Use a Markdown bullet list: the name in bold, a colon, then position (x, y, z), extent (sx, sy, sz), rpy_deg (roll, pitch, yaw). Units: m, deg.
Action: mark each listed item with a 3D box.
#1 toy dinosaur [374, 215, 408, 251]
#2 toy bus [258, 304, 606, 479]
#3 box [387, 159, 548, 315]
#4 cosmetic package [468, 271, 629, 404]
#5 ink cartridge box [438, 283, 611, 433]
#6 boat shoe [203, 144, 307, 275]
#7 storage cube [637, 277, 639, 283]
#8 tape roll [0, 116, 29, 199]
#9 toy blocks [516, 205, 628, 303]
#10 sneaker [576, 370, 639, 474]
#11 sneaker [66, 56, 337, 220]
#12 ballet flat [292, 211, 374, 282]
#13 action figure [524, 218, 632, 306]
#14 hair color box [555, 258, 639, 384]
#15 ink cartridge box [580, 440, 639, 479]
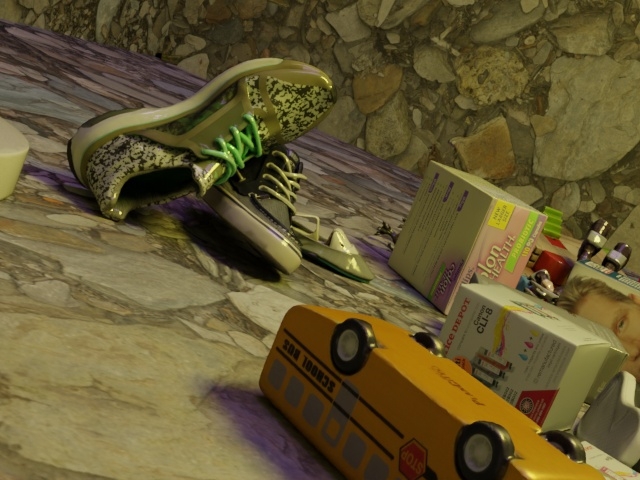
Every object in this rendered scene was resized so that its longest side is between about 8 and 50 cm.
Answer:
- **toy dinosaur**: position (0.187, 0.002, 2.007), extent (0.118, 0.064, 0.268), rpy_deg (44, 20, 25)
- **toy bus**: position (0.081, 0.163, 0.860), extent (0.108, 0.130, 0.333), rpy_deg (14, 14, -39)
- **box**: position (0.251, 0.001, 1.727), extent (0.117, 0.213, 0.243), rpy_deg (17, 12, -25)
- **cosmetic package**: position (0.321, 0.146, 1.478), extent (0.238, 0.107, 0.127), rpy_deg (25, 14, -3)
- **ink cartridge box**: position (0.253, 0.148, 1.266), extent (0.176, 0.128, 0.127), rpy_deg (29, 13, 34)
- **boat shoe**: position (-0.081, -0.075, 1.512), extent (0.127, 0.158, 0.340), rpy_deg (47, -4, -34)
- **storage cube**: position (0.728, 0.160, 1.933), extent (0.184, 0.215, 0.193), rpy_deg (12, 21, -44)
- **tape roll**: position (-0.570, -0.154, 1.248), extent (0.392, 0.072, 0.392), rpy_deg (21, 10, -4)
- **toy blocks**: position (0.513, 0.079, 2.063), extent (0.381, 0.190, 0.261), rpy_deg (17, 24, -23)
- **sneaker**: position (0.405, 0.251, 1.189), extent (0.147, 0.104, 0.296), rpy_deg (35, 9, 4)
- **sneaker**: position (-0.157, -0.125, 1.429), extent (0.158, 0.410, 0.182), rpy_deg (71, -4, -45)
- **ballet flat**: position (0.000, 0.000, 1.628), extent (0.213, 0.068, 0.072), rpy_deg (24, 11, 7)
- **action figure**: position (0.500, 0.090, 1.874), extent (0.185, 0.099, 0.285), rpy_deg (40, 54, 8)
- **hair color box**: position (0.535, 0.179, 1.550), extent (0.347, 0.173, 0.105), rpy_deg (26, 12, 22)
- **ink cartridge box**: position (0.298, 0.263, 1.013), extent (0.122, 0.052, 0.088), rpy_deg (28, 13, 33)
